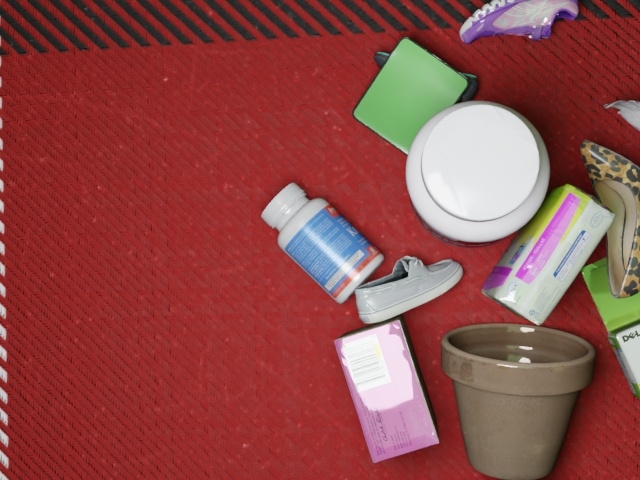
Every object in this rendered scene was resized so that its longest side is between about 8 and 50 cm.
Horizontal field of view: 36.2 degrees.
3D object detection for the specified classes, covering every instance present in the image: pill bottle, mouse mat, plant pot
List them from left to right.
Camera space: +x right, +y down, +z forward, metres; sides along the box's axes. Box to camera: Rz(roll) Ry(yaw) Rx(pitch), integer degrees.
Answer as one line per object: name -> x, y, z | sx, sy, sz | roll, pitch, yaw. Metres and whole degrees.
pill bottle -> 0.000, 0.000, 1.801 | 0.221, 0.124, 0.124 | 44, 93, 5
mouse mat -> 0.164, -0.262, 1.808 | 0.152, 0.007, 0.189 | 35, 117, 0
pill bottle -> 0.257, -0.106, 1.635 | 0.229, 0.408, 0.229 | 0, 87, 7
plant pot -> 0.335, 0.284, 1.700 | 0.263, 0.263, 0.229 | 3, 99, 6

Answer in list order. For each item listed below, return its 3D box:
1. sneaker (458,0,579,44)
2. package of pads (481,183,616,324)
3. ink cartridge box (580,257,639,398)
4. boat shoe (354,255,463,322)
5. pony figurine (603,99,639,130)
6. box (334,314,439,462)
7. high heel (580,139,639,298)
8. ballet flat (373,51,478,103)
sneaker -> 0.372, -0.408, 1.798 | 0.236, 0.095, 0.104 | -25, 93, 4
package of pads -> 0.380, 0.020, 1.672 | 0.101, 0.296, 0.229 | 33, 91, 4
ink cartridge box -> 0.602, 0.132, 1.744 | 0.189, 0.097, 0.255 | -24, 86, 5
boat shoe -> 0.160, 0.071, 1.760 | 0.227, 0.079, 0.081 | -25, 104, -26
pony figurine -> 0.705, -0.168, 1.663 | 0.351, 0.303, 0.363 | 39, 105, -18
box -> 0.119, 0.251, 1.718 | 0.117, 0.243, 0.213 | -18, 86, 6
high heel -> 0.505, -0.034, 1.704 | 0.261, 0.093, 0.186 | 45, 68, -15
ballet flat -> 0.190, -0.295, 1.822 | 0.203, 0.074, 0.074 | 15, 89, 4
